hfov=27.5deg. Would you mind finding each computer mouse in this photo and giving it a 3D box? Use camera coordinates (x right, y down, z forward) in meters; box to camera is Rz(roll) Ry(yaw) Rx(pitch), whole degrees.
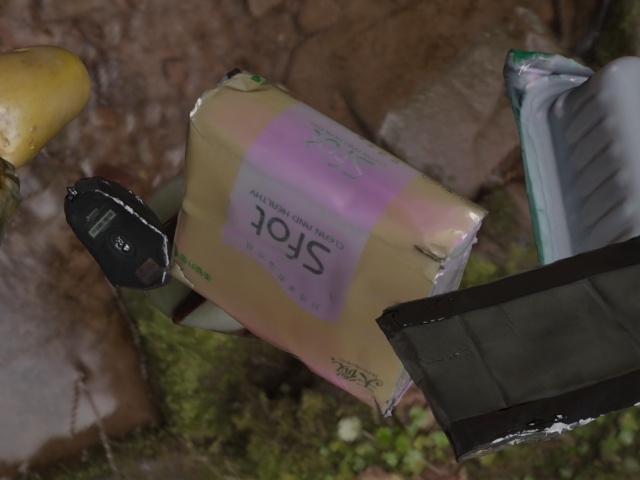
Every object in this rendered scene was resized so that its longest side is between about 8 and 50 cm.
[{"bbox_3d":[-0.246,-0.011,1.620,0.099,0.057,0.172,-41,97,20],"label":"computer mouse"}]

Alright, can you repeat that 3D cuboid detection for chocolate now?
[{"bbox_3d":[-0.139,0.008,1.879,0.284,0.283,0.186,-66,159,5],"label":"chocolate"}]

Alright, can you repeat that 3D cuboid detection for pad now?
[{"bbox_3d":[0.166,0.057,0.810,0.233,0.174,0.022,-17,119,-8],"label":"pad"}]

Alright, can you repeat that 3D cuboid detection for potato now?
[{"bbox_3d":[-0.385,-0.174,1.670,0.234,0.150,0.146,-57,136,-52],"label":"potato"}]

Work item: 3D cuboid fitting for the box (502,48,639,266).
[{"bbox_3d":[0.317,-0.039,1.148,0.264,0.337,0.106,7,144,-18],"label":"box"}]

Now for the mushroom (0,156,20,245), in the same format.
[{"bbox_3d":[-0.414,0.006,1.306,0.397,0.126,0.177,-40,115,-70],"label":"mushroom"}]

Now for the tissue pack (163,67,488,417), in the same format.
[{"bbox_3d":[0.000,0.000,1.128,0.123,0.256,0.215,-43,157,-42],"label":"tissue pack"}]
